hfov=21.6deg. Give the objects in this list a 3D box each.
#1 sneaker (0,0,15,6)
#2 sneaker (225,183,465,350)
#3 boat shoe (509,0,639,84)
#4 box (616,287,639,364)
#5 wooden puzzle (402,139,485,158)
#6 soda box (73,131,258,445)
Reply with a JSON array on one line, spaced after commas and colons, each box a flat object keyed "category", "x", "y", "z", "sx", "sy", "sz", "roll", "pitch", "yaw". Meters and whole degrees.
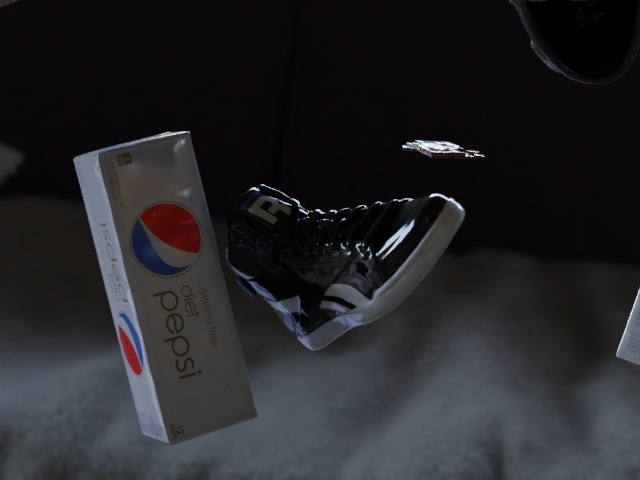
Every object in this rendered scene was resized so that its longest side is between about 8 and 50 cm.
[{"category": "sneaker", "x": -0.347, "y": -0.273, "z": 1.584, "sx": 0.302, "sy": 0.121, "sz": 0.108, "roll": -29, "pitch": 30, "yaw": -24}, {"category": "sneaker", "x": 0.000, "y": 0.000, "z": 1.163, "sx": 0.079, "sy": 0.121, "sz": 0.217, "roll": -55, "pitch": 9, "yaw": -34}, {"category": "boat shoe", "x": 0.123, "y": -0.144, "z": 0.803, "sx": 0.081, "sy": 0.068, "sz": 0.228, "roll": -19, "pitch": -20, "yaw": 9}, {"category": "box", "x": 0.380, "y": 0.056, "z": 1.659, "sx": 0.091, "sy": 0.170, "sz": 0.130, "roll": 20, "pitch": 0, "yaw": 33}, {"category": "wooden puzzle", "x": 0.118, "y": -0.090, "z": 1.651, "sx": 0.083, "sy": 0.006, "sz": 0.049, "roll": 0, "pitch": 17, "yaw": -29}, {"category": "soda box", "x": -0.113, "y": 0.033, "z": 1.220, "sx": 0.074, "sy": 0.216, "sz": 0.069, "roll": -16, "pitch": 7, "yaw": -22}]
